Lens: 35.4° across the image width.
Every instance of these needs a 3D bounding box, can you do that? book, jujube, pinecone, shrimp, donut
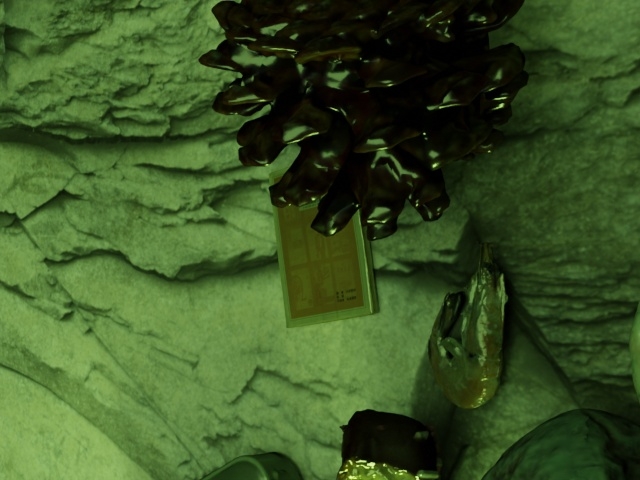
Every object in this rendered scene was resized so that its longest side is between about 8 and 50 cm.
[{"bbox_3d":[0.001,0.000,1.482,0.170,0.018,0.241,-13,81,39],"label":"book"},{"bbox_3d":[0.279,0.351,1.122,0.246,0.215,0.308,-94,25,-51],"label":"jujube"},{"bbox_3d":[0.059,-0.180,1.208,0.398,0.398,0.397,0,90,39],"label":"pinecone"},{"bbox_3d":[0.191,0.109,1.314,0.126,0.047,0.223,12,99,49],"label":"shrimp"},{"bbox_3d":[0.097,0.374,1.266,0.136,0.259,0.345,-3,99,8],"label":"donut"}]

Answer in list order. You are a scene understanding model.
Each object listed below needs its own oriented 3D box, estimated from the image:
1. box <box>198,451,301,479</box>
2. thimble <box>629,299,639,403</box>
[{"bbox_3d":[-0.132,0.568,1.527,0.396,0.111,0.396,-38,66,31],"label":"box"},{"bbox_3d":[0.470,0.120,0.989,0.291,0.195,0.291,-1,89,40],"label":"thimble"}]
